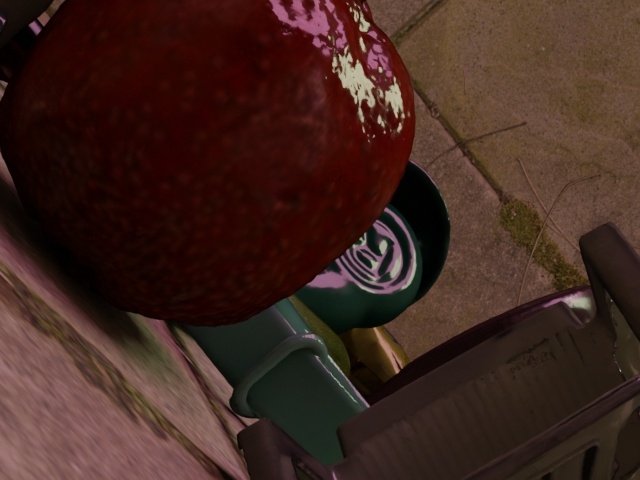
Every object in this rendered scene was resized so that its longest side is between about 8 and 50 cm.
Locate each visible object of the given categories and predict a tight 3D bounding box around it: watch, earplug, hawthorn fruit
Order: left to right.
[{"bbox_3d":[-0.041,-0.075,0.765,0.205,0.253,0.205,47,1,-1],"label":"hawthorn fruit"},{"bbox_3d":[-0.018,0.095,0.960,0.195,0.068,0.237,50,-3,27],"label":"watch"},{"bbox_3d":[-0.003,0.008,1.356,0.280,0.257,0.164,-121,-168,-85],"label":"earplug"}]

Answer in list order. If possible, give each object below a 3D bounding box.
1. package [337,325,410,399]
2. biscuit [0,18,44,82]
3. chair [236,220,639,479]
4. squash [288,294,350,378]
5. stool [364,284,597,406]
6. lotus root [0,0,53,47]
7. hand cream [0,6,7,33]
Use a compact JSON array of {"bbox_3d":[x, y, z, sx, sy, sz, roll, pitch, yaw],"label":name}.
[{"bbox_3d":[0.014,0.100,1.492,0.226,0.090,0.168,39,-4,10],"label":"package"},{"bbox_3d":[-0.256,-0.171,1.085,0.151,0.063,0.235,48,-3,-14],"label":"biscuit"},{"bbox_3d":[0.094,0.120,0.677,0.274,0.203,0.190,54,7,-39],"label":"chair"},{"bbox_3d":[-0.046,0.062,1.169,0.229,0.066,0.066,46,1,-41],"label":"squash"},{"bbox_3d":[0.175,0.175,1.287,0.178,0.272,0.272,61,4,17],"label":"stool"},{"bbox_3d":[-0.210,-0.265,0.775,0.267,0.260,0.149,48,-1,-26],"label":"lotus root"},{"bbox_3d":[-0.284,-0.190,0.643,0.336,0.076,0.121,40,-2,-27],"label":"hand cream"}]
